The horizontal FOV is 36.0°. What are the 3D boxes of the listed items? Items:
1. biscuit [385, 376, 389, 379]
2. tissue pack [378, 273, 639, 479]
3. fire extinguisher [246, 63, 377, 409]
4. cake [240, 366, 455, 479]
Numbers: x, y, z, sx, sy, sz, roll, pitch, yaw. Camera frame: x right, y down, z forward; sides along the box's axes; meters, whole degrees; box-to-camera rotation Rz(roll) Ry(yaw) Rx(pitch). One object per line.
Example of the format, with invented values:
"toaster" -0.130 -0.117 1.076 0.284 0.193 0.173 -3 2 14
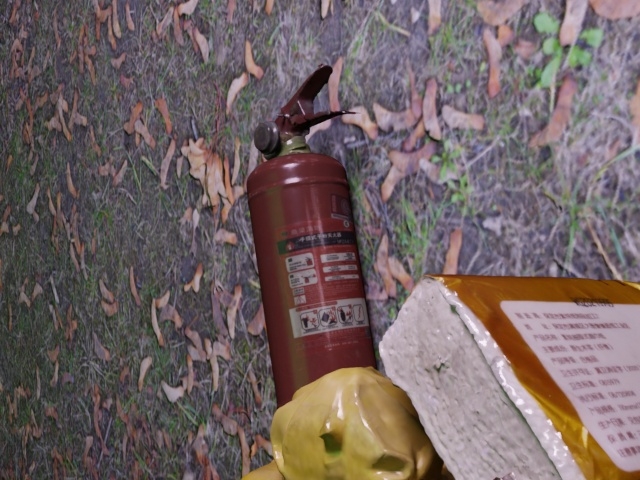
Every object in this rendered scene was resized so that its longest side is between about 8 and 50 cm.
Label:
"biscuit" 0.086 0.256 0.891 0.147 0.046 0.250 27 113 52
"tissue pack" 0.169 0.102 0.605 0.183 0.226 0.092 56 130 38
"fire extinguisher" 0.000 0.000 0.966 0.147 0.106 0.337 -18 77 42
"cake" 0.086 0.220 0.689 0.222 0.227 0.286 9 102 39
